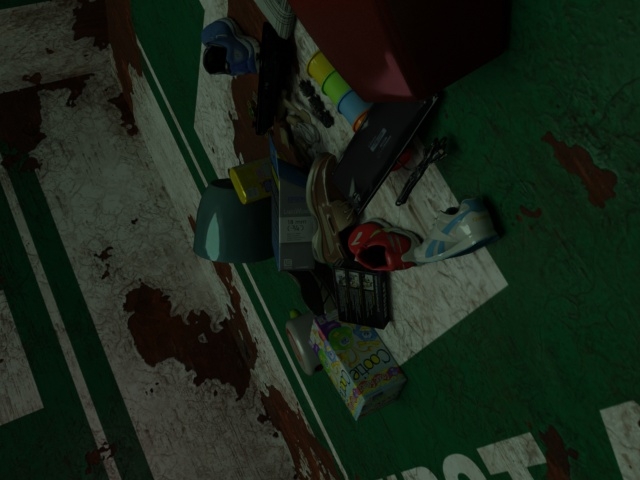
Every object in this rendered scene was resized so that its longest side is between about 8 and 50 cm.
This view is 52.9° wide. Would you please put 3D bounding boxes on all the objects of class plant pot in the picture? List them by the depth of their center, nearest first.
[{"bbox_3d":[0.138,-0.362,1.012,0.267,0.267,0.235,21,140,62],"label":"plant pot"},{"bbox_3d":[-0.284,-0.081,2.171,0.293,0.293,0.235,30,122,57],"label":"plant pot"}]

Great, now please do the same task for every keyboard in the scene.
[{"bbox_3d":[0.146,-0.175,1.282,0.201,0.033,0.317,54,133,25],"label":"keyboard"}]

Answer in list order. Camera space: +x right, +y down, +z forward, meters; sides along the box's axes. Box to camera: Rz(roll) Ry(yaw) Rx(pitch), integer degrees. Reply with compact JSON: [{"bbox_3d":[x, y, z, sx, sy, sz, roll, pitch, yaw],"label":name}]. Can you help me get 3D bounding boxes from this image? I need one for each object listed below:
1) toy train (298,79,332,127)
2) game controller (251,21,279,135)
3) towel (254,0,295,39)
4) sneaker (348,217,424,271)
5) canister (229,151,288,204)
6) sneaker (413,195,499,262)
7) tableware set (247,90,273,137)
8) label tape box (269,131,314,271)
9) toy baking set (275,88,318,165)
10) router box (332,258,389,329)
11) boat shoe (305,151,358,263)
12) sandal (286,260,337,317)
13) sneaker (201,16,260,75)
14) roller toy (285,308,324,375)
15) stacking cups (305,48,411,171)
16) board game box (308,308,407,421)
[{"bbox_3d":[-0.013,-0.349,1.640,0.158,0.027,0.036,60,167,21],"label":"toy train"},{"bbox_3d":[-0.155,-0.437,1.766,0.319,0.067,0.166,105,159,-59],"label":"game controller"},{"bbox_3d":[-0.136,-0.714,1.569,0.324,0.056,0.312,61,156,21],"label":"towel"},{"bbox_3d":[0.125,0.016,1.510,0.279,0.118,0.107,10,116,64],"label":"sneaker"},{"bbox_3d":[-0.177,-0.190,1.958,0.126,0.170,0.073,65,157,12],"label":"canister"},{"bbox_3d":[0.255,-0.014,1.252,0.229,0.087,0.092,-34,71,60],"label":"sneaker"},{"bbox_3d":[-0.191,-0.385,2.016,0.154,0.024,0.104,56,155,28],"label":"tableware set"},{"bbox_3d":[-0.080,-0.113,1.778,0.240,0.106,0.333,-113,22,-67],"label":"label tape box"},{"bbox_3d":[-0.067,-0.320,1.787,0.197,0.030,0.256,57,160,16],"label":"toy baking set"},{"bbox_3d":[0.106,0.140,1.674,0.133,0.046,0.179,9,124,25],"label":"router box"},{"bbox_3d":[0.043,-0.077,1.653,0.116,0.123,0.324,13,130,25],"label":"boat shoe"},{"bbox_3d":[-0.020,0.124,1.982,0.303,0.120,0.086,54,-179,36],"label":"sandal"},{"bbox_3d":[-0.300,-0.581,1.937,0.330,0.147,0.130,44,146,48],"label":"sneaker"},{"bbox_3d":[-0.012,0.322,2.053,0.191,0.146,0.209,-135,26,-62],"label":"roller toy"},{"bbox_3d":[0.090,-0.289,1.389,0.316,0.096,0.096,54,153,23],"label":"stacking cups"},{"bbox_3d":[0.099,0.337,1.814,0.275,0.144,0.142,56,153,29],"label":"board game box"}]
